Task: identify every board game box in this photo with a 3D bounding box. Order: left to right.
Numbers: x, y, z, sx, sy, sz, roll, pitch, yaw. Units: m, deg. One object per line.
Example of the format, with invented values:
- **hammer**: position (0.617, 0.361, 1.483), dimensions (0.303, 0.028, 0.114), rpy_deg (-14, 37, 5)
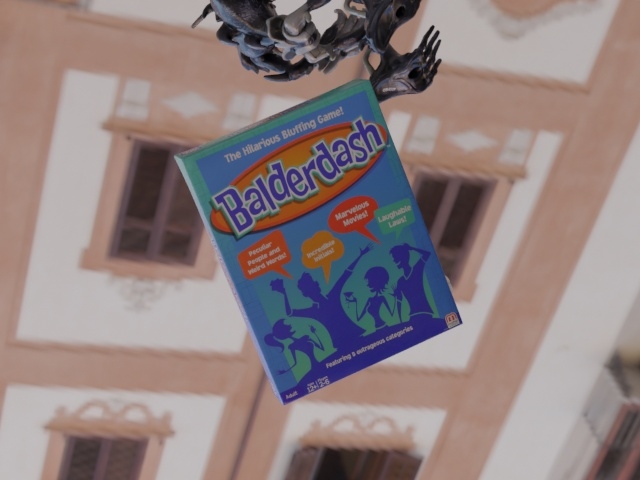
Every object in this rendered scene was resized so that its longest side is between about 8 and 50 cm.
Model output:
- **board game box**: position (0.000, 0.000, 1.101), dimensions (0.160, 0.210, 0.047), rpy_deg (-24, -169, -9)

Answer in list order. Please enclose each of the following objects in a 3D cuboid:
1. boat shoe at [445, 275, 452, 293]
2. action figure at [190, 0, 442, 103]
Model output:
- **boat shoe**: position (0.029, 0.021, 1.433), dimensions (0.118, 0.103, 0.320), rpy_deg (-27, -165, -13)
- **action figure**: position (-0.008, -0.215, 1.288), dimensions (0.275, 0.164, 0.141), rpy_deg (23, -120, 39)
